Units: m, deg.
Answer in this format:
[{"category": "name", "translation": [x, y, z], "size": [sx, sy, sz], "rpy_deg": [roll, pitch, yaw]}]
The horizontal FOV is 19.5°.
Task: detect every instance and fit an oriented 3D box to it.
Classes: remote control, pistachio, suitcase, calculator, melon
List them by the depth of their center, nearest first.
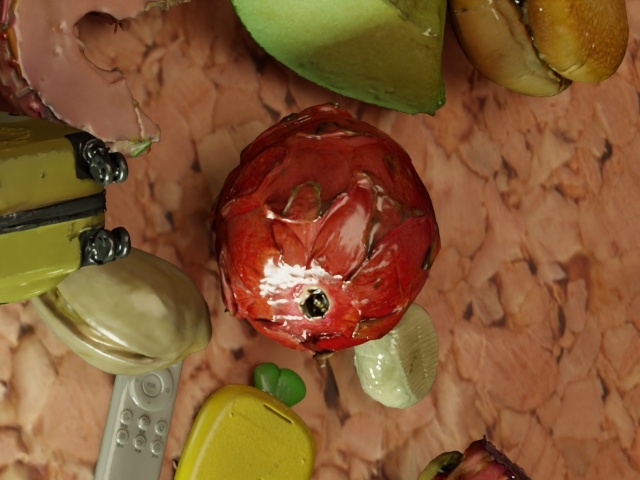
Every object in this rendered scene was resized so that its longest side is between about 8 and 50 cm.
[{"category": "suitcase", "translation": [-0.299, -0.024, 1.603], "size": [0.194, 0.235, 0.143], "rpy_deg": [-14, 109, -38]}, {"category": "pistachio", "translation": [-0.187, 0.058, 1.734], "size": [0.185, 0.124, 0.124], "rpy_deg": [34, 60, -7]}, {"category": "remote control", "translation": [-0.169, 0.157, 1.789], "size": [0.067, 0.029, 0.261], "rpy_deg": [23, 68, -32]}, {"category": "calculator", "translation": [-0.073, 0.227, 1.849], "size": [0.146, 0.032, 0.235], "rpy_deg": [35, 64, -28]}, {"category": "melon", "translation": [0.047, -0.349, 1.949], "size": [0.331, 0.226, 0.344], "rpy_deg": [23, 54, -30]}]

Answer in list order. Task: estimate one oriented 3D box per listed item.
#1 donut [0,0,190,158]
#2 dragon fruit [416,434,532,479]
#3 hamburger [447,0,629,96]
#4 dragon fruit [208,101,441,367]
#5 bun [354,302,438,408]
[{"category": "donut", "translation": [-0.232, -0.192, 1.773], "size": [0.199, 0.085, 0.233], "rpy_deg": [26, 67, -32]}, {"category": "dragon fruit", "translation": [0.169, 0.373, 1.890], "size": [0.314, 0.296, 0.263], "rpy_deg": [39, 94, -29]}, {"category": "hamburger", "translation": [0.237, -0.309, 2.084], "size": [0.314, 0.170, 0.290], "rpy_deg": [29, 56, -59]}, {"category": "dragon fruit", "translation": [0.003, -0.009, 1.830], "size": [0.240, 0.252, 0.241], "rpy_deg": [-4, 109, -12]}, {"category": "bun", "translation": [0.075, 0.119, 1.963], "size": [0.115, 0.069, 0.115], "rpy_deg": [1, 89, -57]}]
